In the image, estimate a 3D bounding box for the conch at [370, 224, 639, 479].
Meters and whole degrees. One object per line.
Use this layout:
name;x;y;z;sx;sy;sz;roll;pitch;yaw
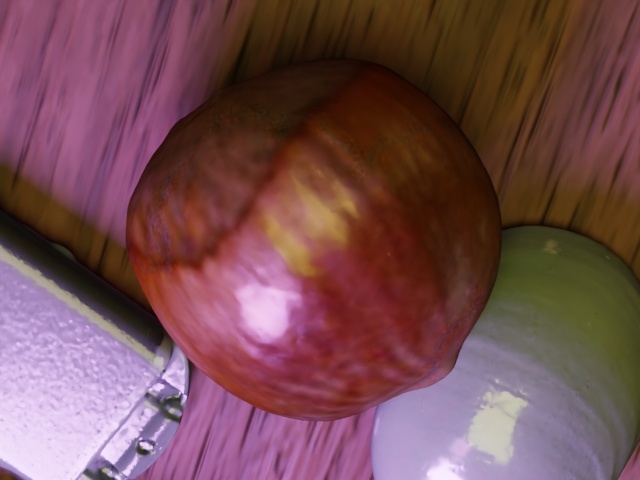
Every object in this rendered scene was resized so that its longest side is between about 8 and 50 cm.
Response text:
conch;0.128;0.105;1.039;0.185;0.121;0.221;5;106;-32

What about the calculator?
calculator;-0.198;0.063;1.055;0.246;0.045;0.141;35;106;-10

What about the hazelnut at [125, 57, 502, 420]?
hazelnut;0.000;0.000;0.959;0.214;0.176;0.214;11;119;20
